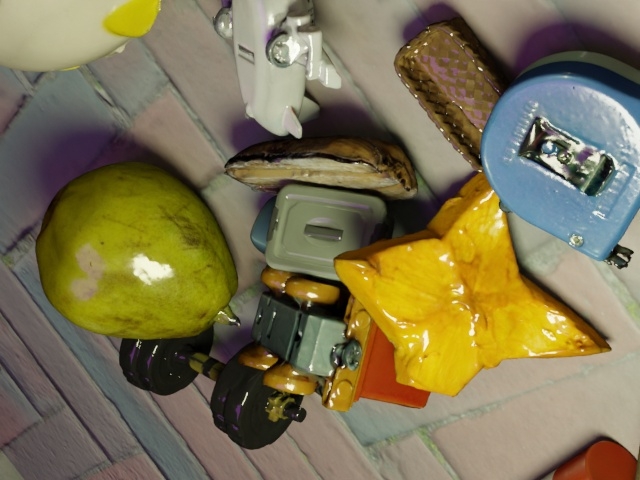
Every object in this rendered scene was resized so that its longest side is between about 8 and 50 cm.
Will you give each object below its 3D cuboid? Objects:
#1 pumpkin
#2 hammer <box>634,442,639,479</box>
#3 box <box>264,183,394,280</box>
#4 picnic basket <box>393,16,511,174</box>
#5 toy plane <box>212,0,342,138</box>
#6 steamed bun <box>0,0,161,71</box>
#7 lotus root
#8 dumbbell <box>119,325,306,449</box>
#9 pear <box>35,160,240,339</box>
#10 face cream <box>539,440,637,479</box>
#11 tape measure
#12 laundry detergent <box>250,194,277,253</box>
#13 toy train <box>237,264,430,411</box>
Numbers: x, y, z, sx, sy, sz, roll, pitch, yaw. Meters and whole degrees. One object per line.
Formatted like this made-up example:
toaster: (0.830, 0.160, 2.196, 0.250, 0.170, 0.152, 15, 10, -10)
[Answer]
pumpkin: (0.190, 0.082, 1.418, 0.290, 0.258, 0.095, 59, 173, -7)
hammer: (0.426, 0.240, 1.395, 0.044, 0.168, 0.440, -134, 39, -53)
box: (0.021, -0.005, 1.535, 0.172, 0.093, 0.124, 11, 86, 25)
picnic basket: (0.181, -0.178, 1.349, 0.193, 0.055, 0.110, 51, 134, -3)
toy plane: (-0.058, -0.253, 1.470, 0.252, 0.118, 0.252, 43, 145, 40)
steamed bun: (-0.381, -0.393, 1.517, 0.374, 0.334, 0.334, -11, 112, 51)
lotus root: (-0.004, -0.109, 1.547, 0.329, 0.078, 0.167, 4, 160, 44)
dumbbell: (-0.186, 0.221, 1.900, 0.388, 0.185, 0.185, 22, 133, 30)
pear: (-0.283, 0.032, 1.789, 0.375, 0.287, 0.287, 34, 139, 0)
face cream: (0.357, 0.369, 1.575, 0.096, 0.096, 0.214, 44, 140, 7)
tape measure: (0.311, -0.149, 1.189, 0.215, 0.098, 0.351, 29, 127, 10)
laundry detergent: (0.001, 0.001, 1.635, 0.206, 0.097, 0.061, 19, 159, 28)
toy train: (0.026, 0.144, 1.582, 0.231, 0.163, 0.369, 17, 179, -18)
